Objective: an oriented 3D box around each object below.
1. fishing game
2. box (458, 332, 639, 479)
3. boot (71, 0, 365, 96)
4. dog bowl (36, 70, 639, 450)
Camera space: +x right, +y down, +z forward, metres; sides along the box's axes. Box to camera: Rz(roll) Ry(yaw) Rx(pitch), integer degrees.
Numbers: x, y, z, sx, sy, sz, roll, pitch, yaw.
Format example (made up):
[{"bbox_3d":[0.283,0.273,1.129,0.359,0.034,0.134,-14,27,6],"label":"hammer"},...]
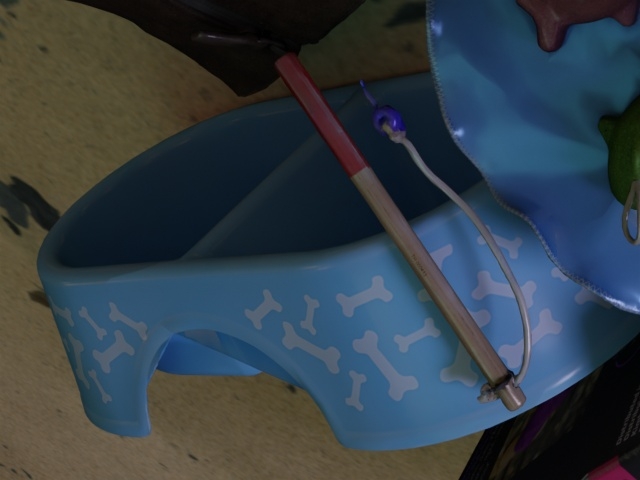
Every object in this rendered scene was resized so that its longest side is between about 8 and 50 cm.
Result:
[{"bbox_3d":[0.111,-0.053,0.414,0.264,0.041,0.189,-32,93,32],"label":"fishing game"},{"bbox_3d":[0.173,0.094,0.599,0.165,0.143,0.270,34,150,-2],"label":"box"},{"bbox_3d":[-0.059,-0.156,0.536,0.207,0.090,0.248,28,150,-16],"label":"boot"},{"bbox_3d":[0.000,0.000,0.614,0.297,0.166,0.074,-4,123,46],"label":"dog bowl"}]
